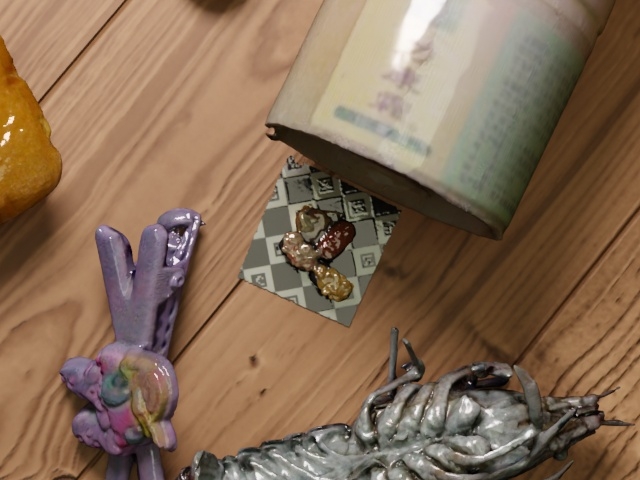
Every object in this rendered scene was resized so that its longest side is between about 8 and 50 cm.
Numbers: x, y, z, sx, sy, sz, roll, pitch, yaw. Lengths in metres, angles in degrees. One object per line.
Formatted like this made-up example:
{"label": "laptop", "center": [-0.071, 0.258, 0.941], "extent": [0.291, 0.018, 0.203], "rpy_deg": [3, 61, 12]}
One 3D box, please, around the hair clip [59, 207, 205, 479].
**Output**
{"label": "hair clip", "center": [-0.172, 0.101, 1.387], "extent": [0.137, 0.090, 0.279], "rpy_deg": [5, 84, 30]}

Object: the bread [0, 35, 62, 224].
{"label": "bread", "center": [-0.344, -0.115, 1.363], "extent": [0.174, 0.121, 0.246], "rpy_deg": [-27, 88, -4]}

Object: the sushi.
{"label": "sushi", "center": [0.000, 0.000, 1.434], "extent": [0.120, 0.026, 0.126], "rpy_deg": [24, 86, -3]}

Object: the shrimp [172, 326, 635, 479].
{"label": "shrimp", "center": [0.075, 0.187, 1.378], "extent": [0.410, 0.166, 0.221], "rpy_deg": [-15, 75, 7]}

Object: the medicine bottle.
{"label": "medicine bottle", "center": [0.140, -0.229, 1.350], "extent": [0.235, 0.236, 0.406], "rpy_deg": [26, 87, -4]}
